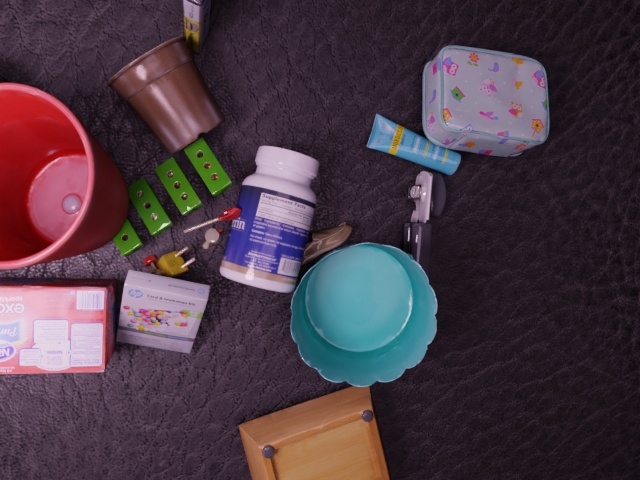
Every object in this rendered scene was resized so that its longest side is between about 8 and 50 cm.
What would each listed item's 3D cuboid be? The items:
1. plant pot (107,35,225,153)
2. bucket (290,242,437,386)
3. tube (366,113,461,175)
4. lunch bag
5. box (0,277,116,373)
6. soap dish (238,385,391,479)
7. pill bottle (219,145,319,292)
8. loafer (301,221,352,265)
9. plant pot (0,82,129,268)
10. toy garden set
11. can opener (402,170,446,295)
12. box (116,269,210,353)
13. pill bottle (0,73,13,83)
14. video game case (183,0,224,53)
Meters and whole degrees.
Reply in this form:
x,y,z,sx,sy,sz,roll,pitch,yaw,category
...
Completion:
x,y,z,sx,sy,sz,roll,pitch,yaw,category
-0.275,-0.261,0.986,0.167,0.167,0.165,-35,108,-11,plant pot
0.082,0.132,1.043,0.281,0.183,0.281,0,94,2,bucket
0.206,-0.205,1.167,0.207,0.052,0.080,20,72,-10,tube
0.363,-0.308,1.162,0.279,0.108,0.224,4,77,-17,lunch bag
-0.526,0.147,0.935,0.300,0.142,0.154,1,92,-14,box
0.001,0.450,1.095,0.291,0.118,0.228,-14,95,-15,soap dish
-0.093,-0.042,1.037,0.153,0.153,0.264,15,87,-15,pill bottle
0.000,0.000,1.111,0.148,0.056,0.050,-33,105,-11,loafer
-0.455,-0.082,0.872,0.275,0.243,0.274,0,84,0,plant pot
-0.267,-0.042,1.005,0.244,0.049,0.203,-34,81,0,toy garden set
0.228,-0.016,1.161,0.093,0.074,0.280,8,90,-15,can opener
-0.296,0.138,0.988,0.145,0.038,0.186,14,133,-15,box
-0.618,-0.198,0.909,0.123,0.123,0.219,35,81,-13,pill bottle
-0.174,-0.499,0.950,0.035,0.248,0.274,25,86,-13,video game case
